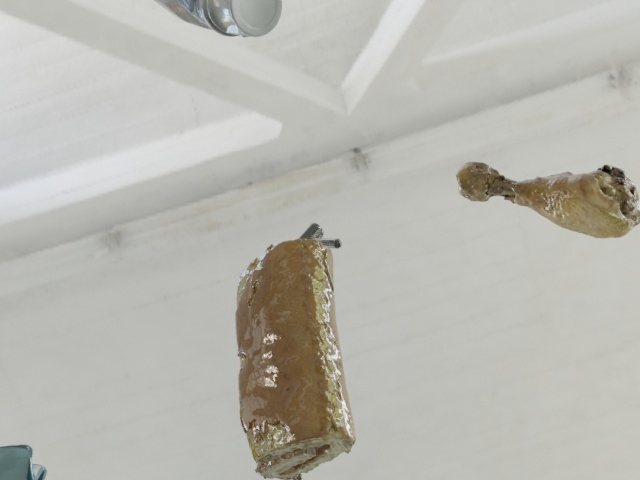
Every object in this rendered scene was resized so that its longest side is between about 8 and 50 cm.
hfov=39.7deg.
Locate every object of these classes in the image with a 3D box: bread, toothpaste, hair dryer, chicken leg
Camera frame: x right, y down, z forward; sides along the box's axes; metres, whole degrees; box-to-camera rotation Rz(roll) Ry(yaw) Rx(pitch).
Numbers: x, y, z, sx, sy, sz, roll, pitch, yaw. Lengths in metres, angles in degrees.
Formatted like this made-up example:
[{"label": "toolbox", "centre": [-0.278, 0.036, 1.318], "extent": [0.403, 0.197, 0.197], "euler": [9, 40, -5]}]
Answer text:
[{"label": "bread", "centre": [-0.011, 0.044, 0.337], "extent": [0.036, 0.083, 0.047], "euler": [13, -34, -33]}, {"label": "toothpaste", "centre": [-0.132, -0.248, 0.908], "extent": [0.096, 0.266, 0.061], "euler": [29, -92, -39]}, {"label": "hair dryer", "centre": [0.000, 0.000, 1.142], "extent": [0.047, 0.083, 0.026], "euler": [-50, -62, -25]}, {"label": "chicken leg", "centre": [0.305, -0.059, 1.186], "extent": [0.251, 0.087, 0.107], "euler": [11, -34, 15]}]

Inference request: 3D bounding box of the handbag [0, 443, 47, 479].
[{"label": "handbag", "centre": [-0.492, 0.354, 1.184], "extent": [0.221, 0.144, 0.057], "euler": [-6, -48, 5]}]
